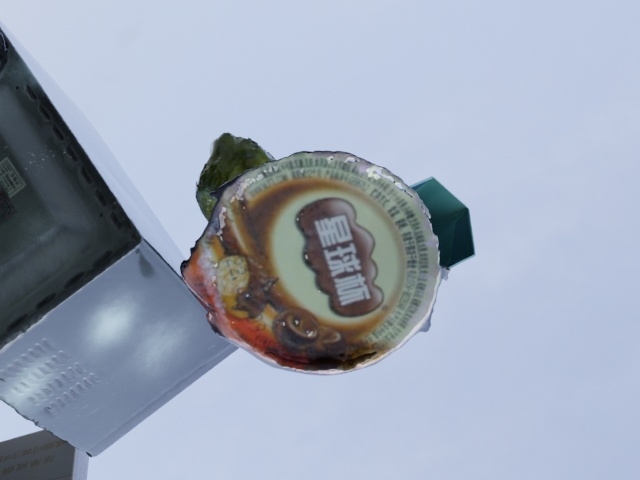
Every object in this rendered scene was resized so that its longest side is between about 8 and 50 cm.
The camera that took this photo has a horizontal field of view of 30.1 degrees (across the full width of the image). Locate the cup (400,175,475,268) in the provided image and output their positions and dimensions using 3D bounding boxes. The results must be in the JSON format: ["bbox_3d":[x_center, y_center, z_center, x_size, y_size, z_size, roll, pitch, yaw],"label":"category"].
[{"bbox_3d":[0.101,0.022,1.754,0.235,0.134,0.148,-36,-131,45],"label":"cup"}]

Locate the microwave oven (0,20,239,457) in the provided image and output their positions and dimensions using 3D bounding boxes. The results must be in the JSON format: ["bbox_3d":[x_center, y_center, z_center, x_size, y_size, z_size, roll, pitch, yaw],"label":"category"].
[{"bbox_3d":[-0.339,-0.017,1.406,0.236,0.374,0.432,-37,-121,-3],"label":"microwave oven"}]

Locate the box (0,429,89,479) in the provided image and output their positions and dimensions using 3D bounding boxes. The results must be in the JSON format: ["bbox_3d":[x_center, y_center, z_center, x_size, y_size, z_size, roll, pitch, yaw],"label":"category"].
[{"bbox_3d":[-0.391,0.359,1.450,0.204,0.051,0.365,-16,-156,-1],"label":"box"}]

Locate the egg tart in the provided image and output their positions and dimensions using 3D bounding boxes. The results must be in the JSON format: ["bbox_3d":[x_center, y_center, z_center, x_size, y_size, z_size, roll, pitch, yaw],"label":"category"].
[{"bbox_3d":[-0.083,-0.036,1.446,0.078,0.197,0.197,-39,-148,-19],"label":"egg tart"}]

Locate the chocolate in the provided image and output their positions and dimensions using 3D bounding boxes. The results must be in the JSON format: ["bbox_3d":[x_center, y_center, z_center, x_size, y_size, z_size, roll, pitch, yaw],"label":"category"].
[{"bbox_3d":[-0.005,0.004,1.022,0.221,0.221,0.147,-47,-166,12],"label":"chocolate"}]
